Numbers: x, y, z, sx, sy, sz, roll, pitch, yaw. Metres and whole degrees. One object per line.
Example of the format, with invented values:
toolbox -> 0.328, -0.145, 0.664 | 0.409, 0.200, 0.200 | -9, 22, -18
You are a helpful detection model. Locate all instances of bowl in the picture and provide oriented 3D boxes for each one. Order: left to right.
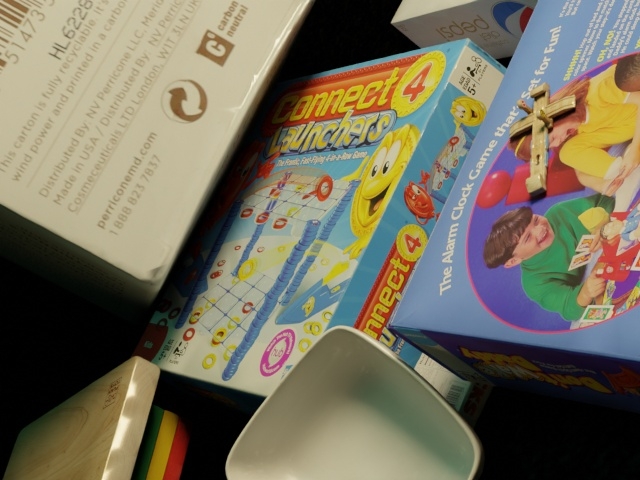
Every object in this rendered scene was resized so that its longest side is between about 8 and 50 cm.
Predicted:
bowl -> 0.027, 0.142, 0.744 | 0.142, 0.053, 0.142 | 42, 99, 28

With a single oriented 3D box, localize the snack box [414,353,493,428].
snack box -> 0.115, 0.042, 0.793 | 0.064, 0.022, 0.178 | 6, 65, 60

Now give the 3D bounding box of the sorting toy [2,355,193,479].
sorting toy -> -0.208, 0.262, 0.994 | 0.257, 0.089, 0.255 | -32, 37, 47

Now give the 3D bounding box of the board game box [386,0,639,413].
board game box -> 0.206, -0.074, 0.683 | 0.233, 0.078, 0.347 | 4, 63, 54

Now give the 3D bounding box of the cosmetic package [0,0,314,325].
cosmetic package -> -0.230, -0.145, 1.120 | 0.329, 0.327, 0.394 | -63, 5, -12

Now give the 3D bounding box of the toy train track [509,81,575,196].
toy train track -> 0.126, -0.063, 0.688 | 0.048, 0.014, 0.083 | -26, 42, 39

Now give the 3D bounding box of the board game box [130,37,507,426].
board game box -> 0.000, 0.000, 0.965 | 0.308, 0.086, 0.302 | 0, 60, 60

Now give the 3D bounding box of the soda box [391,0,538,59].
soda box -> 0.154, -0.197, 0.944 | 0.216, 0.074, 0.069 | 0, 60, 60
